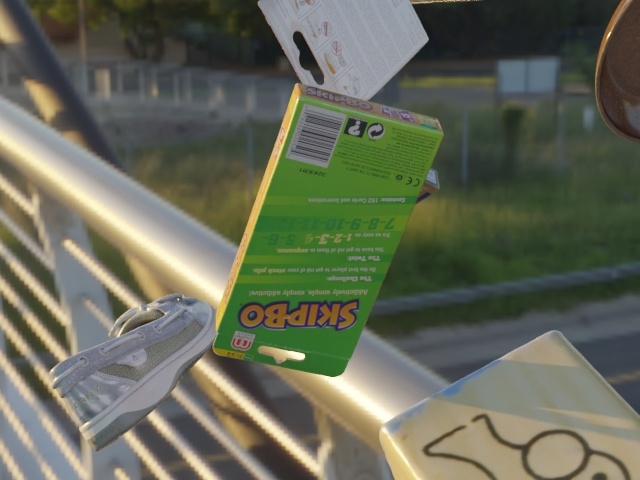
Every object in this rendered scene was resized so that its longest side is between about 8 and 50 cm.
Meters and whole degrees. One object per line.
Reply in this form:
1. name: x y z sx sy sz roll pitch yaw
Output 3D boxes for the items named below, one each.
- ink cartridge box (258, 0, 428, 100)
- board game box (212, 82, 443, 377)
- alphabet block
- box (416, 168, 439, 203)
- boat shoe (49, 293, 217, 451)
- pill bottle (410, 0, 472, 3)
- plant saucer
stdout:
1. ink cartridge box: 0.015 -0.203 1.315 0.045 0.145 0.179 -5 32 48
2. board game box: 0.000 0.000 1.169 0.124 0.259 0.039 13 28 -14
3. alphabet block: 0.188 0.231 1.167 0.192 0.193 0.197 -28 39 -7
4. box: 0.032 -0.051 1.865 0.136 0.037 0.225 22 -40 -37
5. boat shoe: -0.201 0.121 1.541 0.118 0.103 0.320 -37 6 23
6. pill bottle: 0.039 -0.384 1.666 0.362 0.210 0.210 2 14 28
7. plant saucer: 0.292 -0.162 1.076 0.198 0.199 0.036 -8 44 -25
